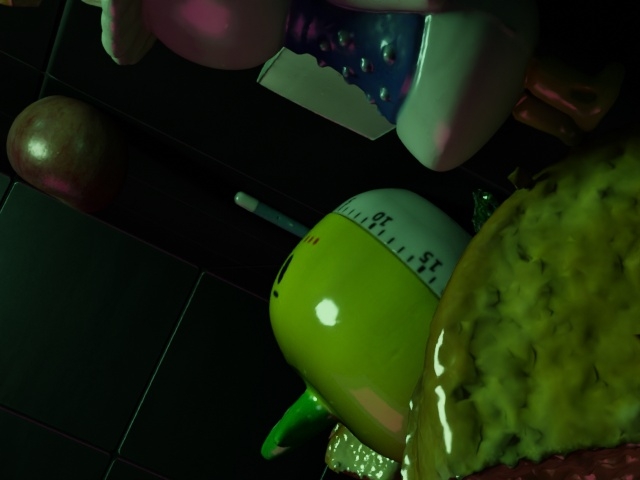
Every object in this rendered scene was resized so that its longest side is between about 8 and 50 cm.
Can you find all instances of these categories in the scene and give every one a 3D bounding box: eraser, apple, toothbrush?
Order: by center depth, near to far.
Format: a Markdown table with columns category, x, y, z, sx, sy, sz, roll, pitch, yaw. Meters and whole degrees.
| category | x | y | z | sx | sy | sz | roll | pitch | yaw |
| --- | --- | --- | --- | --- | --- | --- | --- | --- | --- |
| eraser | 0.015 | -0.112 | 0.828 | 0.104 | 0.023 | 0.150 | 26 | 171 | -9 |
| apple | -0.305 | -0.110 | 1.434 | 0.153 | 0.120 | 0.153 | 29 | 176 | 2 |
| toothbrush | 0.000 | 0.000 | 1.590 | 0.276 | 0.019 | 0.025 | 28 | 179 | -23 |

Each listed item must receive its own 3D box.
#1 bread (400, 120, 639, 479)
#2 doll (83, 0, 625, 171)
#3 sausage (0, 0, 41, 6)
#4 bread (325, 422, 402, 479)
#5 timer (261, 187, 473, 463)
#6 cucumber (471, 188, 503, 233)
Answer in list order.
| category | x | y | z | sx | sy | sz | roll | pitch | yaw |
| --- | --- | --- | --- | --- | --- | --- | --- | --- | --- |
| bread | 0.192 | 0.031 | 0.588 | 0.340 | 0.178 | 0.194 | -11 | 157 | 11 |
| doll | 0.001 | -0.114 | 0.582 | 0.293 | 0.119 | 0.138 | 18 | 167 | 3 |
| sausage | -0.275 | -0.218 | 0.855 | 0.169 | 0.065 | 0.065 | 22 | 171 | 19 |
| bread | 0.115 | 0.159 | 1.373 | 0.114 | 0.274 | 0.185 | 16 | 169 | 28 |
| timer | 0.047 | 0.114 | 1.113 | 0.285 | 0.285 | 0.285 | 24 | 172 | 4 |
| cucumber | 0.197 | 0.062 | 1.018 | 0.044 | 0.043 | 0.256 | -4 | 123 | 54 |
